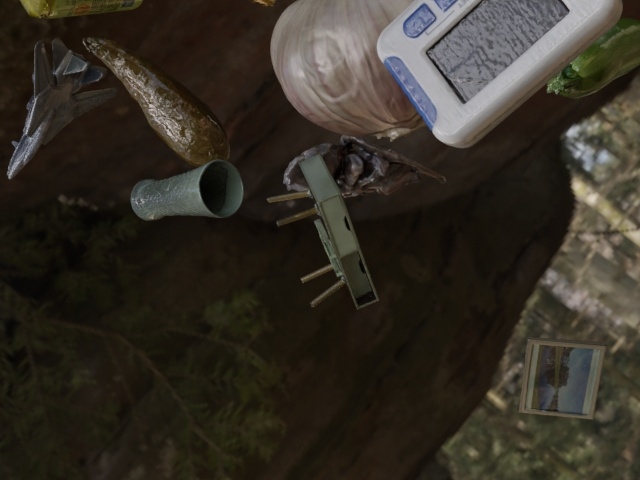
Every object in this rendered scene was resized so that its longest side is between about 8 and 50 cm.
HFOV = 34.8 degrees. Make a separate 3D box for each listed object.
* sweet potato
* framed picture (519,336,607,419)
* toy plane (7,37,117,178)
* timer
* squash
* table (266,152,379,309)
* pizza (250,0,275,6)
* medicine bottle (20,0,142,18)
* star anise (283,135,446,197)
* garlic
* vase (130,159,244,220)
[{"bbox_3d":[-0.348,-0.306,2.253,0.130,0.423,0.130,-44,-3,-3],"label":"sweet potato"},{"bbox_3d":[0.345,0.198,1.461,0.011,0.109,0.149,-74,-15,-52],"label":"framed picture"},{"bbox_3d":[-0.515,-0.235,1.899,0.267,0.088,0.212,-53,-35,5],"label":"toy plane"},{"bbox_3d":[0.202,-0.242,1.171,0.253,0.178,0.078,-40,-22,21],"label":"timer"},{"bbox_3d":[0.488,-0.323,1.780,0.395,0.107,0.107,-31,-22,-48],"label":"squash"},{"bbox_3d":[0.000,0.000,1.662,0.111,0.122,0.240,-22,-51,-2],"label":"table"},{"bbox_3d":[-0.126,-0.591,1.981,0.223,0.089,0.323,-27,-31,16],"label":"pizza"},{"bbox_3d":[-0.464,-0.493,1.964,0.238,0.124,0.124,-17,-30,-35],"label":"medicine bottle"},{"bbox_3d":[0.071,-0.159,2.191,0.359,0.315,0.139,7,-94,-60],"label":"star anise"},{"bbox_3d":[0.087,-0.280,1.548,0.317,0.259,0.317,-24,-1,0],"label":"garlic"},{"bbox_3d":[-0.235,-0.078,1.740,0.219,0.096,0.096,-5,31,46],"label":"vase"}]
